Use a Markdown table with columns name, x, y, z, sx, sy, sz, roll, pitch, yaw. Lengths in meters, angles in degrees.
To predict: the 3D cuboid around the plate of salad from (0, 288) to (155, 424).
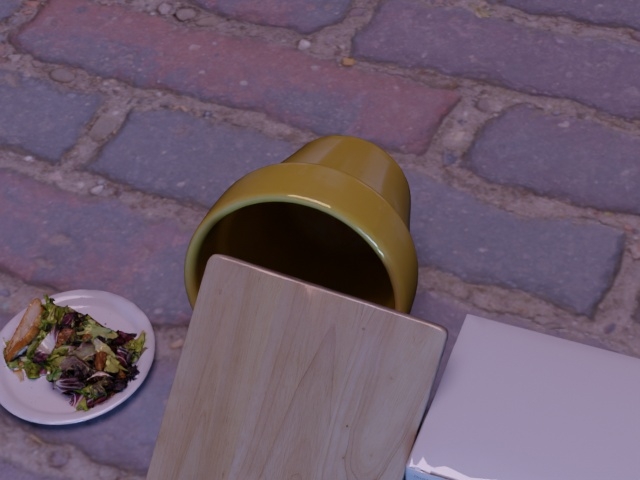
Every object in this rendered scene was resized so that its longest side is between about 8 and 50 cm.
| name | x | y | z | sx | sy | sz | roll | pitch | yaw |
| --- | --- | --- | --- | --- | --- | --- | --- | --- | --- |
| plate of salad | -0.295 | 0.128 | 1.386 | 0.199 | 0.048 | 0.200 | -2 | 47 | 2 |

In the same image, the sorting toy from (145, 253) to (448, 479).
| name | x | y | z | sx | sy | sz | roll | pitch | yaw |
| --- | --- | --- | --- | --- | --- | --- | --- | --- | --- |
| sorting toy | -0.020 | 0.172 | 1.220 | 0.255 | 0.089 | 0.257 | 18 | 95 | 14 |

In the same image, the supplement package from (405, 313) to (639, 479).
| name | x | y | z | sx | sy | sz | roll | pitch | yaw |
| --- | --- | --- | --- | --- | --- | --- | --- | --- | --- |
| supplement package | 0.240 | 0.222 | 1.191 | 0.261 | 0.145 | 0.204 | 15 | 50 | 17 |

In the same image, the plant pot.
| name | x | y | z | sx | sy | sz | roll | pitch | yaw |
| --- | --- | --- | --- | --- | --- | --- | --- | --- | --- |
| plant pot | 0.000 | 0.000 | 1.362 | 0.254 | 0.254 | 0.239 | 9 | 34 | 13 |
